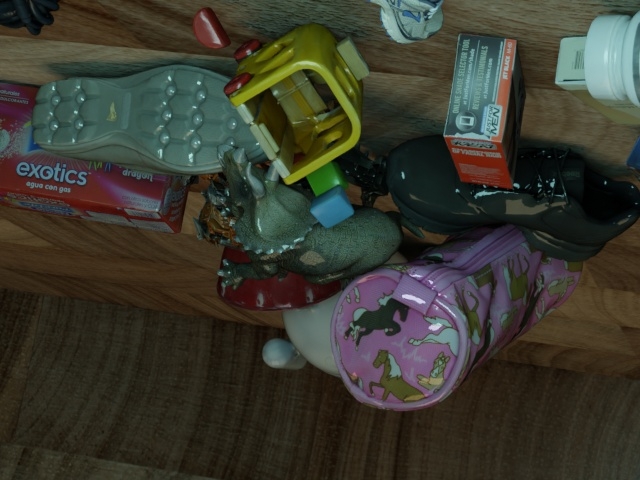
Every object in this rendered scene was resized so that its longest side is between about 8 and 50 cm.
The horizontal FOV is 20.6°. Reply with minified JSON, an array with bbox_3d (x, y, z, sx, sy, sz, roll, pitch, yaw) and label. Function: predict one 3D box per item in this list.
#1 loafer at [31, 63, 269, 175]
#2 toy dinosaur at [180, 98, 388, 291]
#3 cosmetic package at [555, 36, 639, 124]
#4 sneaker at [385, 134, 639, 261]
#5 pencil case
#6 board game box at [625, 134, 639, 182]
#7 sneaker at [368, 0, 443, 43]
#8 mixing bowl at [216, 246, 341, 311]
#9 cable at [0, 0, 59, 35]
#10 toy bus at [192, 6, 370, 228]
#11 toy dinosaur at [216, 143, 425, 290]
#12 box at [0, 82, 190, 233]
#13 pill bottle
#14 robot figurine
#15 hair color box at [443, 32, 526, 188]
[{"bbox_3d":[-0.155,-0.120,1.787,0.319,0.112,0.111,9,180,38],"label":"loafer"},{"bbox_3d":[-0.037,-0.053,1.896,0.218,0.164,0.322,23,170,-9],"label":"toy dinosaur"},{"bbox_3d":[0.249,-0.132,1.462,0.060,0.041,0.115,2,167,38],"label":"cosmetic package"},{"bbox_3d":[0.203,-0.059,1.811,0.286,0.109,0.130,10,160,-25],"label":"sneaker"},{"bbox_3d":[0.155,0.061,1.921,0.160,0.167,0.386,-5,-168,30],"label":"pencil case"},{"bbox_3d":[0.405,-0.031,1.734,0.165,0.042,0.243,26,177,24],"label":"board game box"},{"bbox_3d":[0.072,-0.184,1.326,0.058,0.052,0.135,1,168,24],"label":"sneaker"},{"bbox_3d":[-0.054,0.010,2.317,0.181,0.098,0.181,-6,-154,3],"label":"mixing bowl"},{"bbox_3d":[-0.304,-0.214,1.550,0.150,0.047,0.184,14,169,-24],"label":"cable"},{"bbox_3d":[-0.011,-0.133,1.522,0.104,0.202,0.191,-29,154,14],"label":"toy bus"},{"bbox_3d":[0.000,0.000,1.718,0.313,0.121,0.160,18,168,-38],"label":"toy dinosaur"},{"bbox_3d":[-0.279,-0.094,1.979,0.257,0.123,0.128,9,170,8],"label":"box"},{"bbox_3d":[0.272,-0.135,1.313,0.137,0.078,0.078,5,169,30],"label":"pill bottle"},{"bbox_3d":[0.058,0.103,2.511,0.300,0.200,0.353,-33,165,3],"label":"robot figurine"},{"bbox_3d":[0.146,-0.110,1.540,0.053,0.093,0.167,7,170,12],"label":"hair color box"}]
